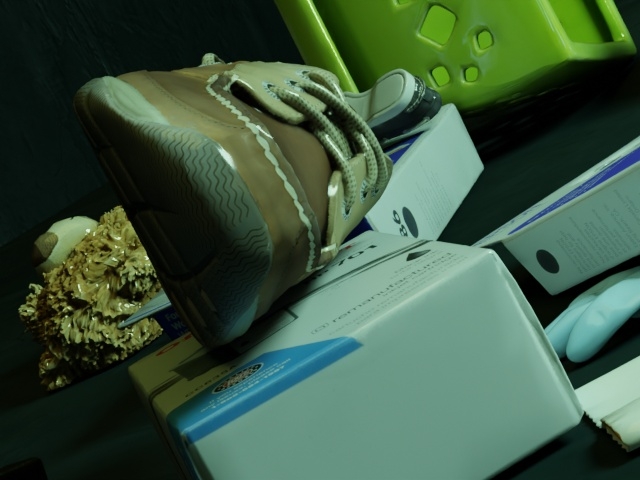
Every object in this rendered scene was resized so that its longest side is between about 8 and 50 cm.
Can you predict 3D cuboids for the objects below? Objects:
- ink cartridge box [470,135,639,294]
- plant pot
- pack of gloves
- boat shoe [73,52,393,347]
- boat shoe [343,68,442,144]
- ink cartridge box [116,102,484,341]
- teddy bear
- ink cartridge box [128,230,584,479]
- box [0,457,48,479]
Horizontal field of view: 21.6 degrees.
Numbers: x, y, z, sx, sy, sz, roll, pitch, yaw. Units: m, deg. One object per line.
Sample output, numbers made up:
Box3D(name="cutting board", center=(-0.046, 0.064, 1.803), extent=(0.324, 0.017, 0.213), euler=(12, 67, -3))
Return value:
Box3D(name="ink cartridge box", center=(0.197, -0.048, 0.834), extent=(0.206, 0.045, 0.208), euler=(-32, 1, -27))
Box3D(name="plant pot", center=(0.097, -0.196, 1.350), extent=(0.207, 0.227, 0.228), euler=(-30, -6, 25))
Box3D(name="pack of gloves", center=(0.191, -0.010, 0.676), extent=(0.232, 0.046, 0.195), euler=(-28, 10, -1))
Box3D(name="boat shoe", center=(-0.033, -0.036, 0.741), extent=(0.116, 0.123, 0.324), euler=(-27, 8, -5))
Box3D(name="boat shoe", center=(0.037, -0.088, 1.200), extent=(0.125, 0.038, 0.046), euler=(-25, 49, 50))
Box3D(name="ink cartridge box", center=(0.000, 0.000, 1.128), extent=(0.165, 0.065, 0.332), euler=(-23, 9, 23))
Box3D(name="teddy bear", center=(-0.146, 0.002, 1.402), extent=(0.245, 0.113, 0.338), euler=(-23, 10, 41))
Box3D(name="ink cartridge box", center=(0.004, 0.065, 0.701), extent=(0.139, 0.082, 0.190), euler=(-30, 10, -10))
Box3D(name="box", center=(-0.209, 0.158, 0.672), extent=(0.180, 0.078, 0.147), euler=(-19, -1, 22))
